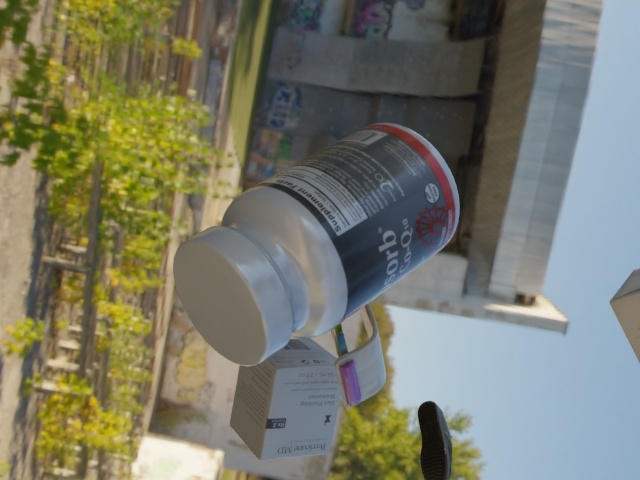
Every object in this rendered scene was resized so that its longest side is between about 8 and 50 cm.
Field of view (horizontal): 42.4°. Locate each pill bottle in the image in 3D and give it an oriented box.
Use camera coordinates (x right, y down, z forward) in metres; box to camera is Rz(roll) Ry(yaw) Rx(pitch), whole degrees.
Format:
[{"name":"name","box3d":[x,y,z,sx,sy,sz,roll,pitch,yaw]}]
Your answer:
[{"name":"pill bottle","box3d":[0.000,0.000,1.084,0.363,0.210,0.210,-32,147,-36]}]

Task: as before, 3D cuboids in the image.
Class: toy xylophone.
[{"name":"toy xylophone","box3d":[0.034,0.099,1.359,0.322,0.081,0.236,-109,-175,-58]}]

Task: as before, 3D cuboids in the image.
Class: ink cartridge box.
[{"name":"ink cartridge box","box3d":[0.413,0.128,0.933,0.115,0.067,0.198,-29,93,-52]}]

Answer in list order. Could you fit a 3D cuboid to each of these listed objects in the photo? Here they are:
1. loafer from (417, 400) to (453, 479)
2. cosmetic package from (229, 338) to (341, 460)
[{"name":"loafer","box3d":[0.203,0.350,1.414,0.050,0.056,0.148,22,60,-47]},{"name":"cosmetic package","box3d":[-0.065,0.295,1.561,0.151,0.151,0.183,28,-68,58]}]
